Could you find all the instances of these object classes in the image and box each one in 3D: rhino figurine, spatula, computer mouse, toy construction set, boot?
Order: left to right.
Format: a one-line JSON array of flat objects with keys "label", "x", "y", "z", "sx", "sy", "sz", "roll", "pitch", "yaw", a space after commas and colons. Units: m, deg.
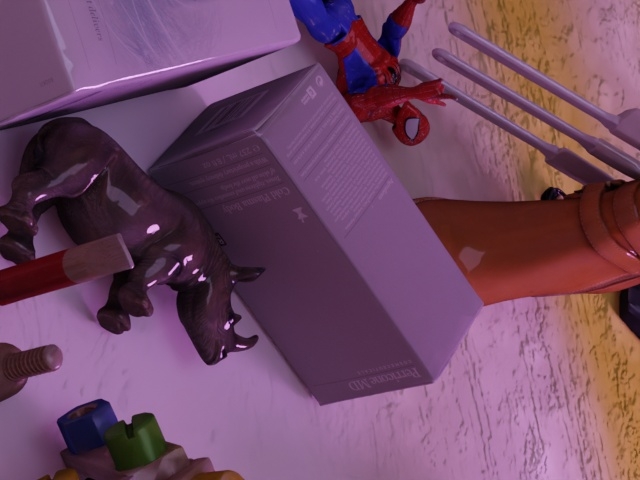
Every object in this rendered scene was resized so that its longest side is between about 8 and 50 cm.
[{"label": "toy construction set", "x": -0.128, "y": 0.147, "z": 1.054, "sx": 0.257, "sy": 0.237, "sz": 0.309, "roll": 3, "pitch": 76, "yaw": -45}, {"label": "rhino figurine", "x": -0.121, "y": 0.007, "z": 1.224, "sx": 0.243, "sy": 0.073, "sz": 0.106, "roll": 40, "pitch": 56, "yaw": -33}, {"label": "spatula", "x": 0.190, "y": -0.106, "z": 1.470, "sx": 0.242, "sy": 0.168, "sz": 0.019, "roll": 31, "pitch": 75, "yaw": -9}, {"label": "boot", "x": 0.200, "y": 0.001, "z": 1.448, "sx": 0.283, "sy": 0.220, "sz": 0.109, "roll": 10, "pitch": 71, "yaw": -44}, {"label": "computer mouse", "x": 0.287, "y": 0.031, "z": 1.662, "sx": 0.242, "sy": 0.041, "sz": 0.071, "roll": 42, "pitch": 53, "yaw": -29}]

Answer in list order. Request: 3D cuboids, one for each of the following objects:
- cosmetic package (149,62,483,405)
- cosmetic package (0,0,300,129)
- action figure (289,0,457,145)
[{"label": "cosmetic package", "x": 0.000, "y": 0.000, "z": 1.312, "sx": 0.238, "sy": 0.127, "sz": 0.107, "roll": 55, "pitch": 46, "yaw": -17}, {"label": "cosmetic package", "x": -0.159, "y": -0.207, "z": 1.199, "sx": 0.224, "sy": 0.138, "sz": 0.224, "roll": -21, "pitch": 94, "yaw": -48}, {"label": "action figure", "x": 0.029, "y": -0.192, "z": 1.395, "sx": 0.280, "sy": 0.139, "sz": 0.091, "roll": 55, "pitch": 47, "yaw": -23}]
